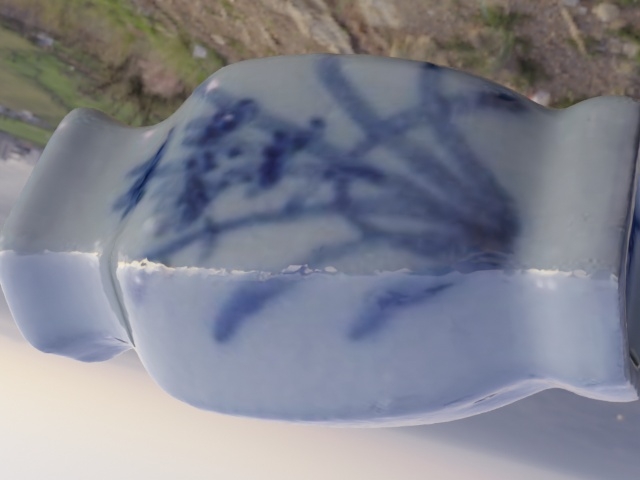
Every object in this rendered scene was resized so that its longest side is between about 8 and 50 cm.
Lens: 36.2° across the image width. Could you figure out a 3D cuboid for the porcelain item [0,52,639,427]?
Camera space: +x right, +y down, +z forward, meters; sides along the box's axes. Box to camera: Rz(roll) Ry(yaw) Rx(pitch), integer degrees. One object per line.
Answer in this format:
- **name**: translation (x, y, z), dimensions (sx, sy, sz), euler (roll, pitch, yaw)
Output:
- **porcelain item**: translation (0.000, 0.000, 0.632), dimensions (0.405, 0.242, 0.178), euler (1, 144, 27)
